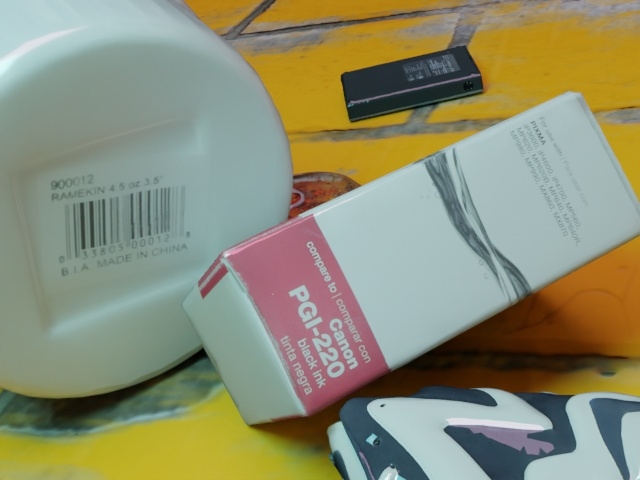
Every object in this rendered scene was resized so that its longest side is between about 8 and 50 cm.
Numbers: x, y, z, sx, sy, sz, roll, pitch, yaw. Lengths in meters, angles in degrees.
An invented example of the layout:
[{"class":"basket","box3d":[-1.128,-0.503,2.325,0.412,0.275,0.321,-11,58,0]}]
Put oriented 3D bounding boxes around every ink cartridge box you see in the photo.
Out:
[{"class":"ink cartridge box","box3d":[0.046,0.015,0.525,0.218,0.092,0.158,-27,-4,-19]}]

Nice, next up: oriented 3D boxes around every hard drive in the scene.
[{"class":"hard drive","box3d":[0.089,-0.161,0.944,0.135,0.022,0.094,-12,30,4]}]

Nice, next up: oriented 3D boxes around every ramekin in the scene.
[{"class":"ramekin","box3d":[-0.151,-0.035,0.592,0.277,0.277,0.135,-27,40,-22]}]

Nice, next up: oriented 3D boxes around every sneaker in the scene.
[{"class":"sneaker","box3d":[0.041,0.137,0.388,0.153,0.094,0.235,8,41,43]}]

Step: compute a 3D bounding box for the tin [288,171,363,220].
[{"class":"tin","box3d":[0.000,0.000,0.694,0.106,0.040,0.190,-21,30,-19]}]
